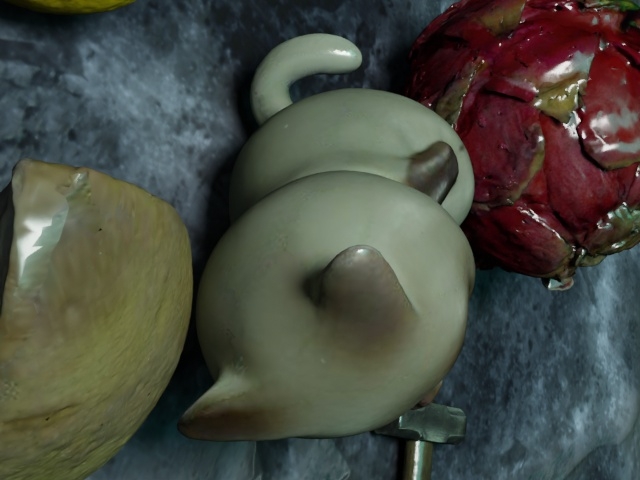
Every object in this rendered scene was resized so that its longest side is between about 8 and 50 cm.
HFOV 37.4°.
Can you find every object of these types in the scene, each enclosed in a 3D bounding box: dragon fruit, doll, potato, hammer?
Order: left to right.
[{"bbox_3d":[-0.151,0.084,0.607,0.190,0.264,0.210,11,69,-34],"label":"potato"},{"bbox_3d":[0.019,0.007,0.759,0.226,0.215,0.370,39,26,-24],"label":"doll"},{"bbox_3d":[0.086,0.342,0.949,0.111,0.044,0.365,20,71,-42],"label":"hammer"},{"bbox_3d":[0.227,-0.120,0.984,0.329,0.329,0.329,9,77,-44],"label":"dragon fruit"}]

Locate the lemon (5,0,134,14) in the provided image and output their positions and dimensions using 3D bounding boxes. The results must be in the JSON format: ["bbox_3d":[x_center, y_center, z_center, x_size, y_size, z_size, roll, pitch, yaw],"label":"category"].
[{"bbox_3d":[-0.194,-0.251,0.683,0.207,0.170,0.169,12,75,-37],"label":"lemon"}]
